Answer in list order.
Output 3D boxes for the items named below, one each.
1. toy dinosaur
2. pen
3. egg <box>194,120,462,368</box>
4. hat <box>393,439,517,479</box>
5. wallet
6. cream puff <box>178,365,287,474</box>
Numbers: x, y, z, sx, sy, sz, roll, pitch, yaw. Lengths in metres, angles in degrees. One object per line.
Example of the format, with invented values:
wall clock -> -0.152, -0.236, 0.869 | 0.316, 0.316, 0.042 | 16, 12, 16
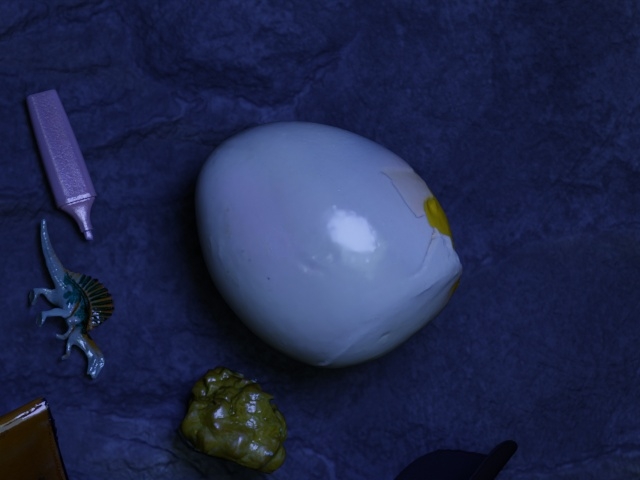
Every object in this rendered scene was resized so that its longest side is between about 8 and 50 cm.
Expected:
toy dinosaur -> -0.304, 0.073, 1.698 | 0.106, 0.044, 0.187 | 12, 64, -31
pen -> -0.320, -0.092, 1.720 | 0.053, 0.032, 0.197 | -17, 85, -22
egg -> 0.000, 0.000, 1.690 | 0.345, 0.283, 0.283 | 40, 70, 0
hat -> 0.142, 0.397, 1.706 | 0.336, 0.238, 0.209 | -25, 88, -31
wallet -> -0.371, 0.283, 1.581 | 0.161, 0.042, 0.195 | -27, 131, -23
cream puff -> -0.101, 0.221, 1.695 | 0.146, 0.146, 0.116 | 20, 77, -16
